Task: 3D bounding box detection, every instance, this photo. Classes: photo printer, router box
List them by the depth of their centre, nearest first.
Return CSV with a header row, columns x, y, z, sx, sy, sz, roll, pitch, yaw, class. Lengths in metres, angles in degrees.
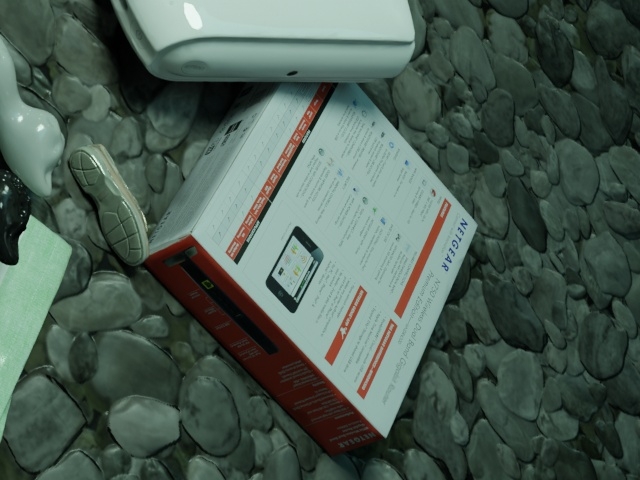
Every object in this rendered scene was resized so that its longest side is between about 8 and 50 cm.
x,y,z,sx,sy,sz,roll,pitch,yaw,class
-0.075,-0.282,1.863,0.308,0.107,0.256,-2,66,-29,photo printer
0.000,0.000,1.906,0.301,0.082,0.335,48,43,-20,router box

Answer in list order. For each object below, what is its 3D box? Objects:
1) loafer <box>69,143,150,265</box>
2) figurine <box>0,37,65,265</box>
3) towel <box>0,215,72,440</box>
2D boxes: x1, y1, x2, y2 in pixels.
x,y,z,sx,sy,sz,roll,pitch,yaw,class
-0.192,-0.037,1.748,0.125,0.045,0.039,61,34,-2,loafer
-0.303,-0.103,1.599,0.209,0.092,0.215,55,21,-19,figurine
-0.365,0.005,1.544,0.325,0.038,0.247,40,46,-28,towel
